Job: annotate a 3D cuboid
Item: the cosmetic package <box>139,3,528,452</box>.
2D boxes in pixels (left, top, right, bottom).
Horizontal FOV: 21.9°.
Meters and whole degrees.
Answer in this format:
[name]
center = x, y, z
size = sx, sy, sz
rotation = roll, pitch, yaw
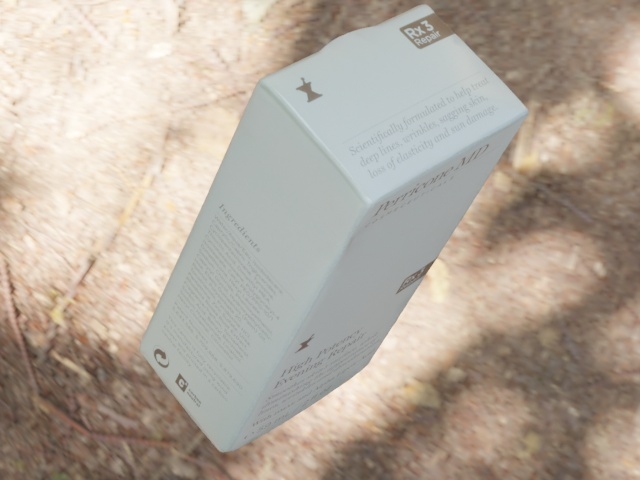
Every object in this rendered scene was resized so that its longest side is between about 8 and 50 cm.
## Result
[cosmetic package]
center = 0.000, 0.000, 0.833
size = 0.117, 0.231, 0.085
rotation = -30, 71, -36
